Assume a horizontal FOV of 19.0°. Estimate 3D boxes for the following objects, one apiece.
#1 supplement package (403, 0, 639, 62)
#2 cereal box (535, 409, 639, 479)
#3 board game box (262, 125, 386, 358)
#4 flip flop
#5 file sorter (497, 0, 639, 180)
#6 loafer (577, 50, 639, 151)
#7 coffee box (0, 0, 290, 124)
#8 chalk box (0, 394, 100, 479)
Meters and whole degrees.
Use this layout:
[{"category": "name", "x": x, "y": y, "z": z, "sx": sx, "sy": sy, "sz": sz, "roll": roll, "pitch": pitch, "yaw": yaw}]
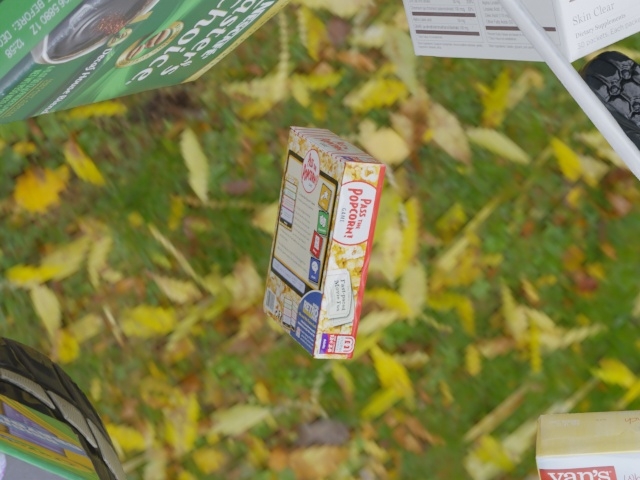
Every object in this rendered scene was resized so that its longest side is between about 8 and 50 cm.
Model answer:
[{"category": "supplement package", "x": 0.226, "y": -0.266, "z": 1.671, "sx": 0.262, "sy": 0.204, "sz": 0.145, "roll": -26, "pitch": 111, "yaw": -32}, {"category": "cereal box", "x": 0.254, "y": 0.219, "z": 1.361, "sx": 0.173, "sy": 0.047, "sz": 0.240, "roll": -4, "pitch": 127, "yaw": 13}, {"category": "board game box", "x": 0.000, "y": 0.000, "z": 1.851, "sx": 0.045, "sy": 0.147, "sz": 0.193, "roll": 3, "pitch": 106, "yaw": -24}, {"category": "flip flop", "x": -0.225, "y": 0.112, "z": 1.156, "sx": 0.277, "sy": 0.112, "sz": 0.080, "roll": 26, "pitch": 119, "yaw": -41}, {"category": "file sorter", "x": 0.209, "y": -0.162, "z": 0.727, "sx": 0.277, "sy": 0.193, "sz": 0.173, "roll": -37, "pitch": 89, "yaw": 34}, {"category": "loafer", "x": 0.326, "y": -0.088, "z": 1.751, "sx": 0.223, "sy": 0.078, "sz": 0.076, "roll": 41, "pitch": 81, "yaw": 1}, {"category": "coffee box", "x": -0.075, "y": -0.101, "z": 0.811, "sx": 0.113, "sy": 0.184, "sz": 0.040, "roll": -36, "pitch": 83, "yaw": 29}, {"category": "chalk box", "x": -0.213, "y": 0.146, "z": 0.852, "sx": 0.179, "sy": 0.289, "sz": 0.180, "roll": 25, "pitch": 86, "yaw": -10}]
